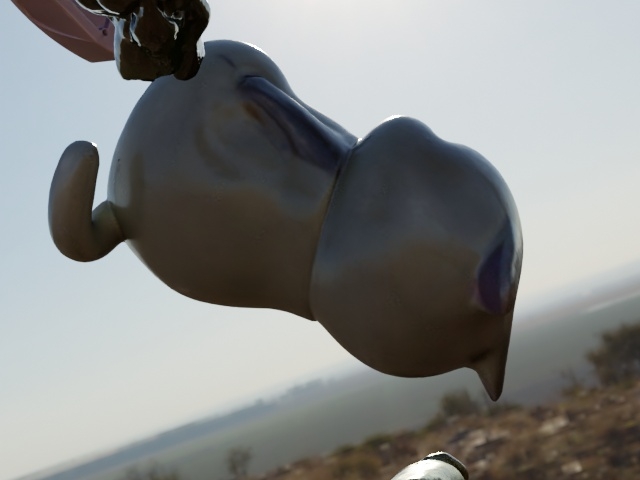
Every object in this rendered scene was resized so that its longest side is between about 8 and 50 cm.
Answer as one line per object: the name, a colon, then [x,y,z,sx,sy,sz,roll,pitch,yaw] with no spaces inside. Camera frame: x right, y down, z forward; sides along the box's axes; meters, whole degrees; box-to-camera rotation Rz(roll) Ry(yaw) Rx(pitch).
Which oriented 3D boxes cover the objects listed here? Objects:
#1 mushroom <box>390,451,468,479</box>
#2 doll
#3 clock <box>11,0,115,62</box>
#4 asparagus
mushroom: [0.105,0.281,1.446,0.100,0.081,0.312,-40,-10,6]
doll: [-0.005,-0.025,1.099,0.370,0.226,0.215,16,-34,9]
clock: [-0.309,-0.408,1.682,0.080,0.275,0.290,-1,-33,42]
asparagus: [-0.103,-0.147,0.776,0.080,0.080,0.287,-19,-19,-4]
